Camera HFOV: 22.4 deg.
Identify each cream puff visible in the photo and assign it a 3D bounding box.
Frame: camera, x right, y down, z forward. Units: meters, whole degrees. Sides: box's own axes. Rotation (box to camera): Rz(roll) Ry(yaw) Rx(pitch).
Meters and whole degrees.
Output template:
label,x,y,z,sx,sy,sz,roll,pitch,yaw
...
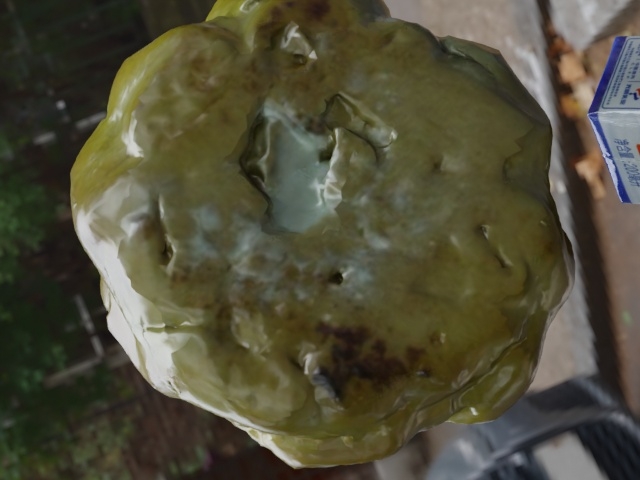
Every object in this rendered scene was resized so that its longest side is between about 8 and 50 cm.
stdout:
label,x,y,z,sx,sy,sz,roll,pitch,yaw
cream puff,0.001,0.001,1.070,0.324,0.291,0.257,28,166,7

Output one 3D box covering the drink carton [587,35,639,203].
label,x,y,z,sx,sy,sz,roll,pitch,yaw
drink carton,0.402,-0.099,1.391,0.315,0.106,0.130,5,144,32
